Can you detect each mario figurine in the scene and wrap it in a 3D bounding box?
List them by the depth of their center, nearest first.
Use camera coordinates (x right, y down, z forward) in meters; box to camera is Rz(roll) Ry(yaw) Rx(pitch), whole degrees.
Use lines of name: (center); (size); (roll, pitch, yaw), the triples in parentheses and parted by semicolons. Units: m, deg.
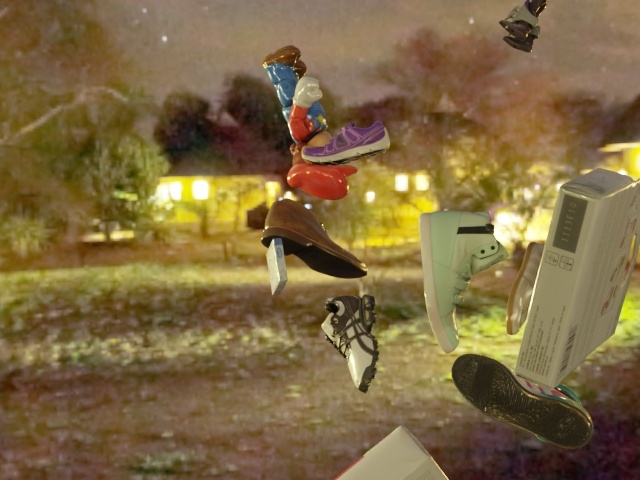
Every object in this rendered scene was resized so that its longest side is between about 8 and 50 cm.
mario figurine: (0.000, -0.237, 1.722); (0.170, 0.320, 0.198); (-26, -11, 39)

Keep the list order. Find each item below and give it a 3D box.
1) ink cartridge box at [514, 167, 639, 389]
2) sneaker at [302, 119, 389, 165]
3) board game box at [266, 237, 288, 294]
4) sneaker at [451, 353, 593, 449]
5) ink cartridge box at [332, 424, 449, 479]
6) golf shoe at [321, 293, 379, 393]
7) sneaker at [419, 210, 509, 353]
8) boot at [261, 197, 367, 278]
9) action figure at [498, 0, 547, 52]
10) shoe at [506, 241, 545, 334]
ink cartridge box: (0.367, 0.037, 1.148); (0.060, 0.275, 0.239); (22, 26, 31)
sneaker: (0.047, -0.182, 1.572); (0.170, 0.071, 0.068); (-13, -5, 19)
board game box: (-0.087, 0.053, 1.689); (0.020, 0.090, 0.090); (-4, -20, -14)
sneaker: (0.415, 0.322, 1.709); (0.296, 0.123, 0.178); (29, 0, 24)
ink cartridge box: (0.174, 0.560, 1.702); (0.226, 0.306, 0.131); (-38, 31, -7)
golf shoe: (0.046, 0.170, 1.398); (0.094, 0.077, 0.198); (8, 38, -9)
sneaker: (0.261, 0.070, 1.494); (0.151, 0.255, 0.094); (-6, -2, 12)
boot: (0.000, 0.000, 1.910); (0.112, 0.115, 0.305); (-19, -37, 40)
action figure: (0.543, -0.604, 2.041); (0.099, 0.285, 0.185); (32, -5, 9)
shoe: (0.446, 0.102, 1.795); (0.058, 0.219, 0.076); (12, -21, 28)
